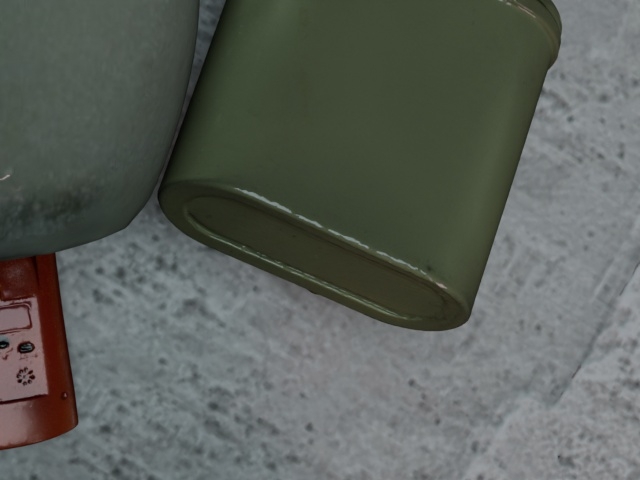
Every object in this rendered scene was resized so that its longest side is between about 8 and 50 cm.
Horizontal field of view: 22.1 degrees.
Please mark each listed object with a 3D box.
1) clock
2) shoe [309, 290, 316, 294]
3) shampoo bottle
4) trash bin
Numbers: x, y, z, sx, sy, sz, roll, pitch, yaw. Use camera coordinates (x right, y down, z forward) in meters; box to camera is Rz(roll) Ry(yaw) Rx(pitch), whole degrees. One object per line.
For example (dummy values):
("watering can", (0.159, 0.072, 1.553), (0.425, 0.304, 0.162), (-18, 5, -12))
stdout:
("clock", (-0.232, 0.068, 1.136), (0.113, 0.061, 0.155), (-9, 94, -14))
("shoe", (0.003, -0.001, 1.186), (0.072, 0.069, 0.109), (-45, 101, -9))
("shampoo bottle", (-0.235, -0.140, 1.001), (0.322, 0.322, 0.317), (-1, 98, -13))
("trash bin", (0.029, -0.092, 1.130), (0.243, 0.121, 0.247), (25, 64, -12))
